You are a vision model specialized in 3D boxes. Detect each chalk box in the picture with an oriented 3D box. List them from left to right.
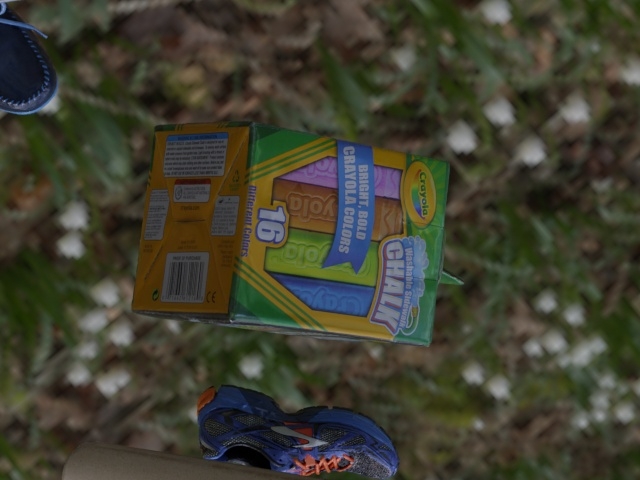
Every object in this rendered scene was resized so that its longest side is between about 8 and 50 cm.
[{"bbox_3d":[0.000,0.000,1.729,0.289,0.179,0.180,9,175,-36],"label":"chalk box"}]

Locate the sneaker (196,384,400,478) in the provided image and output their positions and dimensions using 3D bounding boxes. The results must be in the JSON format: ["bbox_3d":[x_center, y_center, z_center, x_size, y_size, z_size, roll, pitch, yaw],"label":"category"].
[{"bbox_3d":[-0.027,0.221,1.958,0.083,0.221,0.087,101,0,-54],"label":"sneaker"}]

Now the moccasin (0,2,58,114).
[{"bbox_3d":[-0.474,-0.288,2.343,0.138,0.342,0.117,-49,174,-11],"label":"moccasin"}]

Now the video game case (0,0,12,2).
[{"bbox_3d":[-0.239,-0.240,1.513,0.274,0.196,0.026,-13,121,-31],"label":"video game case"}]

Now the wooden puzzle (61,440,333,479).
[{"bbox_3d":[-0.028,0.320,1.453,0.322,0.348,0.080,4,-138,37],"label":"wooden puzzle"}]
